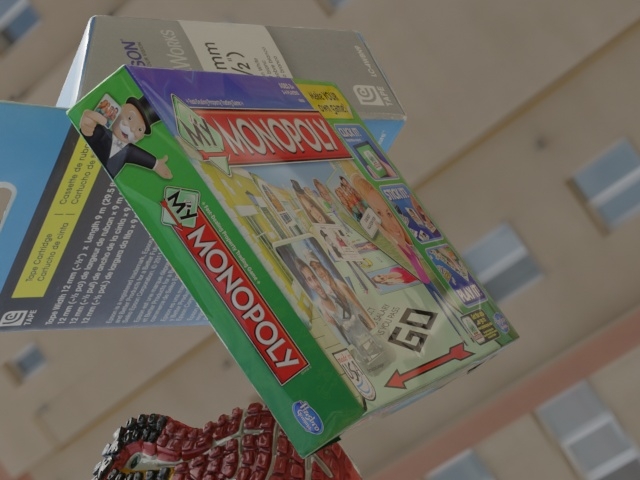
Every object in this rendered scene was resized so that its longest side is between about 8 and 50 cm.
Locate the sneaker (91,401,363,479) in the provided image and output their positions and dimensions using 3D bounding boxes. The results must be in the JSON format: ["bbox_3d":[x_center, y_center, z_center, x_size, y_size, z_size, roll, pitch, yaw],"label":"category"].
[{"bbox_3d":[-0.051,0.164,1.162,0.093,0.225,0.088,42,-119,-35],"label":"sneaker"}]

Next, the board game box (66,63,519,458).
[{"bbox_3d":[0.000,0.000,0.990,0.213,0.046,0.317,55,-162,8],"label":"board game box"}]

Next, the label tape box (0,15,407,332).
[{"bbox_3d":[-0.142,-0.047,1.323,0.347,0.249,0.115,1,-133,-31],"label":"label tape box"}]
